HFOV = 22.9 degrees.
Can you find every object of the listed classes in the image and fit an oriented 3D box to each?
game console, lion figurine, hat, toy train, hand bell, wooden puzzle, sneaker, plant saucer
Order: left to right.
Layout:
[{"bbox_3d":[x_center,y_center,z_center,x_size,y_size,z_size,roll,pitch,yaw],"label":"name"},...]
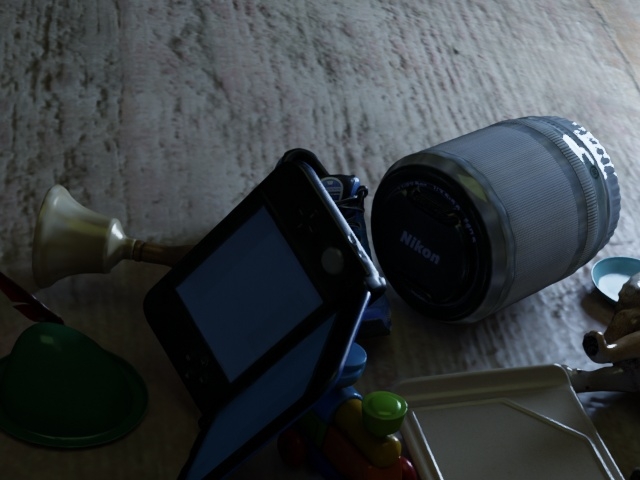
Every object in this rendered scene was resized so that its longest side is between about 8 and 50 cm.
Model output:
[{"bbox_3d":[-0.279,0.099,1.686,0.208,0.183,0.173,0,35,-15],"label":"hat"},{"bbox_3d":[-0.205,0.013,1.864,0.242,0.126,0.126,9,33,7],"label":"hand bell"},{"bbox_3d":[-0.090,0.100,1.613,0.173,0.293,0.250,-13,66,-53],"label":"game console"},{"bbox_3d":[0.000,0.000,1.946,0.129,0.147,0.330,-5,38,-23],"label":"sneaker"},{"bbox_3d":[0.062,0.221,1.639,0.105,0.143,0.248,-15,41,-33],"label":"toy train"},{"bbox_3d":[0.208,0.240,1.739,0.221,0.044,0.239,-5,42,-14],"label":"wooden puzzle"},{"bbox_3d":[0.412,0.063,2.081,0.119,0.021,0.119,8,33,-5],"label":"plant saucer"},{"bbox_3d":[0.436,0.186,1.831,0.240,0.142,0.392,-4,48,-30],"label":"lion figurine"}]

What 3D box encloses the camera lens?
[{"bbox_3d":[0.217,-0.030,1.985,0.274,0.219,0.219,-22,46,-39],"label":"camera lens"}]
